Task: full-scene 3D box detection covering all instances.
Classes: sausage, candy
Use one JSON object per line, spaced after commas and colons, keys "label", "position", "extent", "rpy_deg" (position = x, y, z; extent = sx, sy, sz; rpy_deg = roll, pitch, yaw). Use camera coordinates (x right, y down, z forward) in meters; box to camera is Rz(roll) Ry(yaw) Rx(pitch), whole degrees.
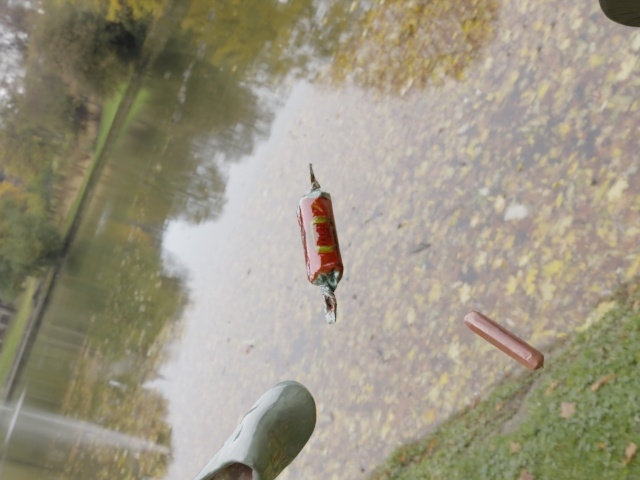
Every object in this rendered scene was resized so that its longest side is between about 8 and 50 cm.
{"label": "sausage", "position": [0.292, 0.158, 1.200], "extent": [0.030, 0.147, 0.035], "rpy_deg": [-41, -33, -26]}
{"label": "candy", "position": [-0.001, 0.000, 1.276], "extent": [0.086, 0.059, 0.292], "rpy_deg": [102, 160, -62]}

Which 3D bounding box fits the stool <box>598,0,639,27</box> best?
{"label": "stool", "position": [0.539, -0.413, 1.200], "extent": [0.125, 0.217, 0.121], "rpy_deg": [65, -141, -53]}

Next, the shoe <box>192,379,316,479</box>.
{"label": "shoe", "position": [-0.073, 0.244, 0.833], "extent": [0.195, 0.079, 0.078], "rpy_deg": [-45, 9, -9]}
